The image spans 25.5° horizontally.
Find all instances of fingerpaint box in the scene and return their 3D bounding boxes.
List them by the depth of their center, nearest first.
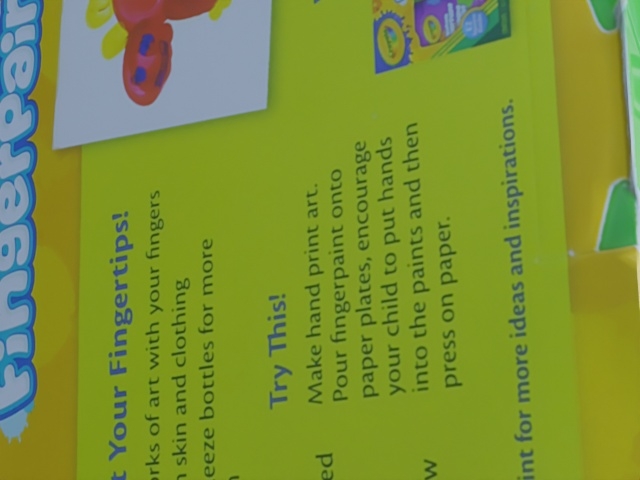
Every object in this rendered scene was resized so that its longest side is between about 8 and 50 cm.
[{"bbox_3d":[0.000,0.000,0.594,0.163,0.371,0.444,16,68,-50],"label":"fingerpaint box"}]
